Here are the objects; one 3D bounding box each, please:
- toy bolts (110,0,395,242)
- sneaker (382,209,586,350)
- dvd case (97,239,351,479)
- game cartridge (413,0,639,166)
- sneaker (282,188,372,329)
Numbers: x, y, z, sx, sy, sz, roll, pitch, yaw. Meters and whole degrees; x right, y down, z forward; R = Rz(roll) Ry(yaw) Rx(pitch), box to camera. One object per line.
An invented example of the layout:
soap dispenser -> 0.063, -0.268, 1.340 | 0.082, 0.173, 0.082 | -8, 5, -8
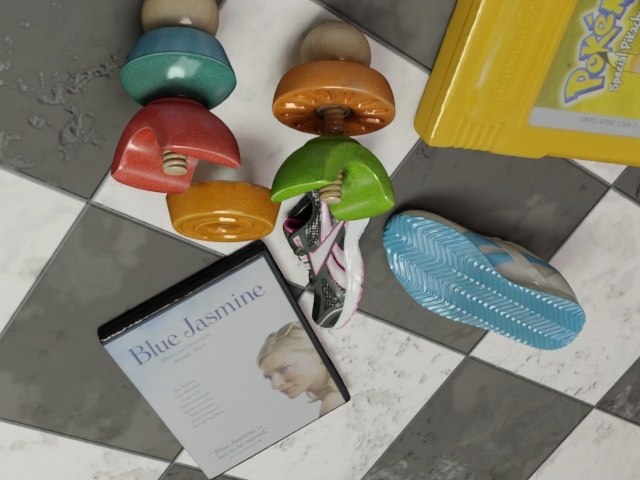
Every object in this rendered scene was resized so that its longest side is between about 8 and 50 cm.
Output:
toy bolts -> -0.075, -0.107, 0.844 | 0.218, 0.159, 0.228 | -15, 158, 41
sneaker -> 0.160, 0.033, 1.058 | 0.228, 0.092, 0.087 | 28, 113, -17
dvd case -> -0.088, 0.130, 1.052 | 0.180, 0.022, 0.253 | -29, 131, -2
game cartridge -> 0.273, -0.202, 0.954 | 0.323, 0.053, 0.285 | 2, 123, -27
sneaker -> 0.000, 0.000, 0.978 | 0.077, 0.072, 0.178 | 1, 116, -11
